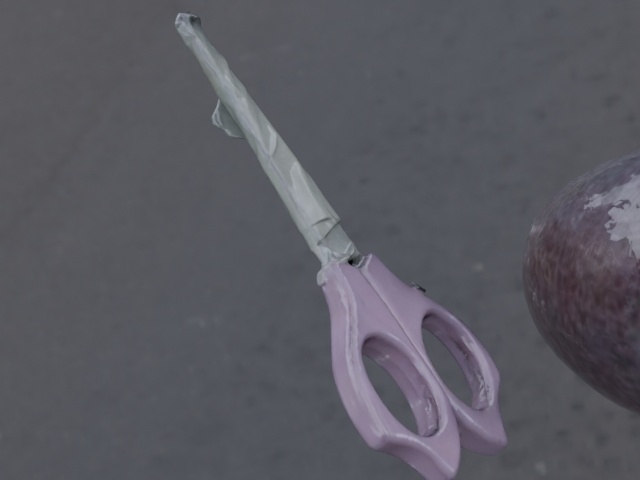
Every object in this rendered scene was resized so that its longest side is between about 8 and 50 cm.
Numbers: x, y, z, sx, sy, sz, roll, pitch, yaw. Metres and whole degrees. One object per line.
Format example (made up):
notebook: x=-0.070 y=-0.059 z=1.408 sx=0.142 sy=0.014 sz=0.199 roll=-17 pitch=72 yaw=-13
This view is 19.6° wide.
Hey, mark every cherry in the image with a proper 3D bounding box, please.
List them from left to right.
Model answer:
cherry: x=0.178 y=0.020 z=0.881 sx=0.176 sy=0.140 sz=0.176 roll=-6 pitch=-3 yaw=0

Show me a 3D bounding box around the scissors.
scissors: x=0.000 y=0.000 z=0.719 sx=0.021 sy=0.212 sz=0.110 roll=-39 pitch=-10 yaw=26
